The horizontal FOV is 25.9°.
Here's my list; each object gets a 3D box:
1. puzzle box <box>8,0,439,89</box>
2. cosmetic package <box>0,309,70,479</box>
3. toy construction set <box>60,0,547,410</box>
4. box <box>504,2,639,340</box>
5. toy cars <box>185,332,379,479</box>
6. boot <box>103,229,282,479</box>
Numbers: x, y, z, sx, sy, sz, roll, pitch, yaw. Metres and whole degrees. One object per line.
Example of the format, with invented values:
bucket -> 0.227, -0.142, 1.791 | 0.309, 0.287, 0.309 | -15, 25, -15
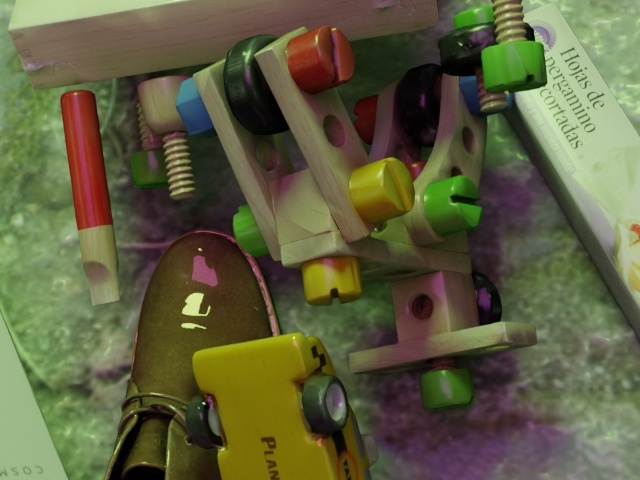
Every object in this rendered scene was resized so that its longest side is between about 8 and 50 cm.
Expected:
puzzle box -> -0.061, -0.263, 1.014 | 0.272, 0.052, 0.409 | -7, 41, 8
cosmetic package -> -0.353, 0.047, 0.905 | 0.161, 0.230, 0.453 | -46, 59, 31
toy construction set -> 0.000, 0.000, 0.885 | 0.309, 0.257, 0.237 | -8, 86, 10
box -> 0.208, -0.015, 0.942 | 0.063, 0.067, 0.324 | -26, 65, -1
toy cars -> 0.069, 0.208, 0.846 | 0.394, 0.087, 0.176 | 40, 116, 15
boot -> -0.089, 0.122, 0.918 | 0.112, 0.115, 0.305 | -2, 66, 12
